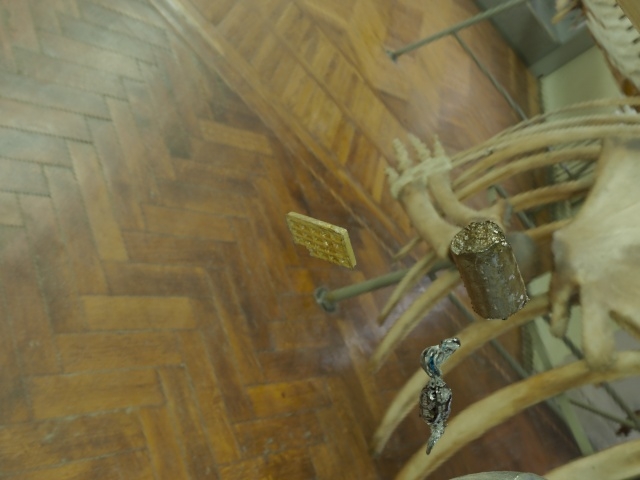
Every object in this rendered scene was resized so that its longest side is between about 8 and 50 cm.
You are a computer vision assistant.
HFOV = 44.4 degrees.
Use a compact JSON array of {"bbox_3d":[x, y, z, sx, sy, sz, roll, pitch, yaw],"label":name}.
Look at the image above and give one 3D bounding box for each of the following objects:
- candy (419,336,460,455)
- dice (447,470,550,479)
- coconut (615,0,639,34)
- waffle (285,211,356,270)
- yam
[{"bbox_3d":[0.214,0.279,1.403,0.094,0.051,0.226,-13,115,-38],"label":"candy"},{"bbox_3d":[0.219,0.447,0.907,0.243,0.251,0.259,33,29,-25],"label":"dice"},{"bbox_3d":[0.284,-0.179,0.375,0.323,0.323,0.322,37,36,-32],"label":"coconut"},{"bbox_3d":[0.000,0.000,1.376,0.021,0.135,0.092,-46,135,-29],"label":"waffle"},{"bbox_3d":[0.377,0.066,1.769,0.128,0.129,0.238,34,-18,48],"label":"yam"}]
